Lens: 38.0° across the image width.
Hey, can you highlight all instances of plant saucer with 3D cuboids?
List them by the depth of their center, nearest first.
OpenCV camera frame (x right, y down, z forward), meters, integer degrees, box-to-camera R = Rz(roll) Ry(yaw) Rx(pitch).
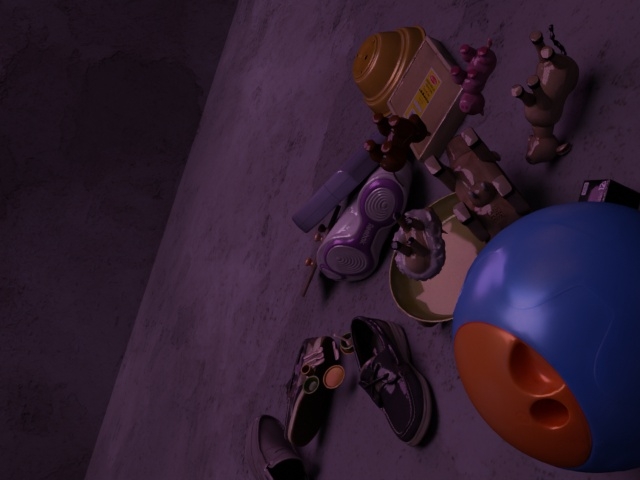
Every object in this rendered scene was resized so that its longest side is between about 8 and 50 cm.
[{"bbox_3d":[0.217,0.028,1.463,0.241,0.037,0.241,-27,44,29],"label":"plant saucer"}]

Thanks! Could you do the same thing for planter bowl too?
[{"bbox_3d":[0.131,-0.384,2.023,0.217,0.090,0.217,-49,29,41],"label":"planter bowl"}]

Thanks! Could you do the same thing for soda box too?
[{"bbox_3d":[0.358,0.008,1.211,0.053,0.060,0.168,5,75,66],"label":"soda box"}]

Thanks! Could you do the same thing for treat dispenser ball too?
[{"bbox_3d":[0.286,0.102,0.996,0.288,0.288,0.288,-49,30,42],"label":"treat dispenser ball"}]

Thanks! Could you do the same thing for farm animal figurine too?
[{"bbox_3d":[0.251,-0.121,1.398,0.330,0.172,0.326,-21,60,26],"label":"farm animal figurine"}]

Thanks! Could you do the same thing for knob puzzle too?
[{"bbox_3d":[0.000,0.000,1.995,0.213,0.030,0.213,22,-90,-89],"label":"knob puzzle"}]

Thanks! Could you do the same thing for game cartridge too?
[{"bbox_3d":[0.045,-0.119,1.897,0.196,0.060,0.294,-51,4,-28],"label":"game cartridge"}]

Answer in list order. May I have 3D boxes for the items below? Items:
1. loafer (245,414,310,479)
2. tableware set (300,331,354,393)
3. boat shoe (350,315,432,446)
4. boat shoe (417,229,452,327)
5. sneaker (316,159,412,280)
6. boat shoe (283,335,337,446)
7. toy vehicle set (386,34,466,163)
[{"bbox_3d":[-0.065,0.442,1.757,0.111,0.112,0.319,-60,33,25],"label":"loafer"},{"bbox_3d":[0.028,0.225,1.744,0.154,0.024,0.104,-27,45,19],"label":"tableware set"},{"bbox_3d":[0.108,0.227,1.556,0.102,0.092,0.285,-58,25,26],"label":"boat shoe"},{"bbox_3d":[0.196,0.055,1.536,0.060,0.064,0.178,-23,48,63],"label":"boat shoe"},{"bbox_3d":[0.098,-0.036,1.827,0.305,0.114,0.152,-54,3,39],"label":"sneaker"},{"bbox_3d":[-0.029,0.292,1.814,0.073,0.080,0.223,-3,60,42],"label":"boat shoe"},{"bbox_3d":[0.213,-0.277,1.816,0.166,0.035,0.267,-59,25,25],"label":"toy vehicle set"}]
